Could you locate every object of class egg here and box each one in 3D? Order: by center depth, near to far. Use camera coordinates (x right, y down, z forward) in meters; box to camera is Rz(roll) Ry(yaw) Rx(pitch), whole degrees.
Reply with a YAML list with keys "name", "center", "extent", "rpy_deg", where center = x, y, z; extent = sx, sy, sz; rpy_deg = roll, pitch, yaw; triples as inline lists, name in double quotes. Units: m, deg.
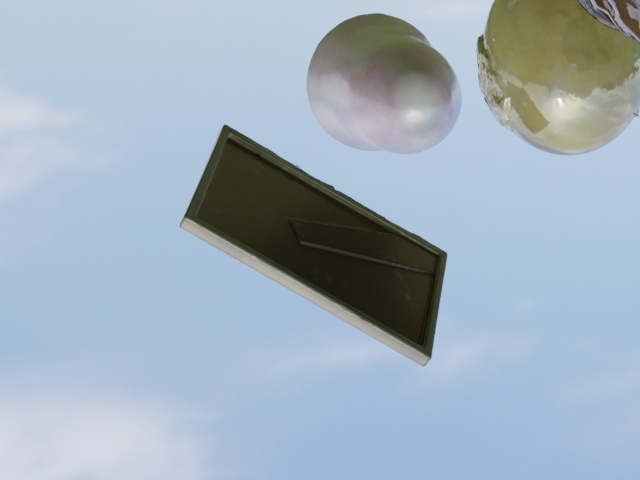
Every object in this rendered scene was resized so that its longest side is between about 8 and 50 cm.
- name: "egg"
  center: [0.224, -0.173, 1.762]
  extent: [0.164, 0.164, 0.202]
  rpy_deg: [-1, -119, 0]

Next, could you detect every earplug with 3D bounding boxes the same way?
- name: "earplug"
  center: [0.088, -0.170, 2.224]
  extent: [0.172, 0.172, 0.301]
  rpy_deg: [-4, -169, -8]

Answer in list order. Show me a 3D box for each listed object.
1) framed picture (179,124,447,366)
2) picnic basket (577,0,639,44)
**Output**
- name: "framed picture"
  center: [0.000, 0.000, 1.704]
  extent: [0.250, 0.016, 0.184]
  rpy_deg: [30, -150, -9]
- name: "picnic basket"
  center: [0.321, -0.263, 1.485]
  extent: [0.293, 0.337, 0.337]
  rpy_deg: [-11, -164, 12]
